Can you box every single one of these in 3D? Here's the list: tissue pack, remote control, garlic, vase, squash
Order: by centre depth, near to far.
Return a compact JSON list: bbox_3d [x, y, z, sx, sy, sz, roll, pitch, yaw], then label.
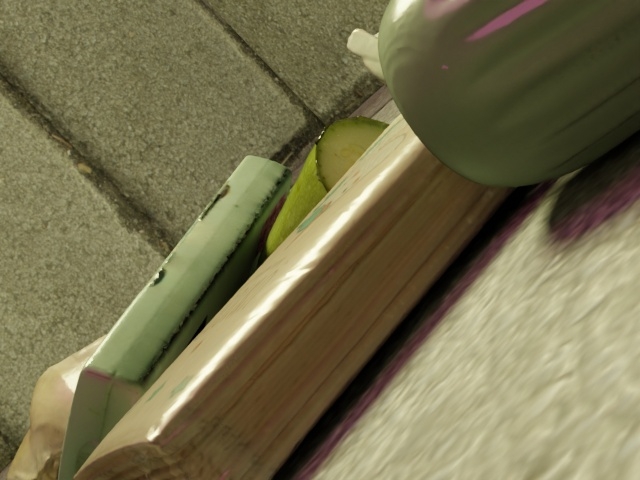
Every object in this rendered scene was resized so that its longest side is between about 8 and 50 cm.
[{"bbox_3d":[0.148,-0.123,0.574,0.248,0.128,0.128,-31,11,29],"label":"vase"},{"bbox_3d":[0.007,0.025,0.716,0.325,0.071,0.170,-48,8,-29],"label":"tissue pack"},{"bbox_3d":[-0.097,0.063,0.939,0.344,0.050,0.145,-61,-12,-60],"label":"remote control"},{"bbox_3d":[0.000,0.000,0.954,0.094,0.094,0.224,-48,-2,-35],"label":"squash"},{"bbox_3d":[-0.196,0.143,1.184,0.217,0.110,0.228,-43,3,-30],"label":"garlic"}]

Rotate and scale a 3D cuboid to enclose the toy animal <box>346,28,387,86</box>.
[{"bbox_3d":[0.133,-0.232,1.444,0.140,0.138,0.282,-47,2,22],"label":"toy animal"}]
